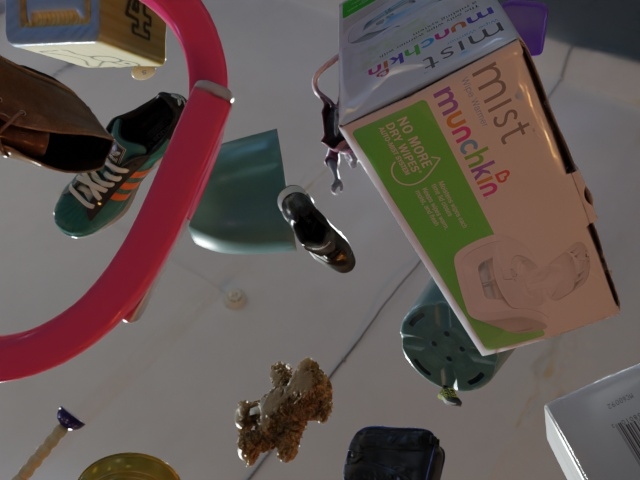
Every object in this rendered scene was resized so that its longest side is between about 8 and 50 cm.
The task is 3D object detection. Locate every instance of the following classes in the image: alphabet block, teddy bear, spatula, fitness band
[{"bbox_3d":[-0.402,-0.418,1.020,0.192,0.193,0.197,5,-174,16],"label":"alphabet block"},{"bbox_3d":[-0.094,0.434,1.470,0.338,0.113,0.245,-49,-145,10],"label":"teddy bear"},{"bbox_3d":[0.297,-0.246,0.877,0.084,0.030,0.296,8,-116,6],"label":"spatula"},{"bbox_3d":[-0.176,-0.058,0.354,0.209,0.054,0.290,24,-98,-8],"label":"fitness band"}]

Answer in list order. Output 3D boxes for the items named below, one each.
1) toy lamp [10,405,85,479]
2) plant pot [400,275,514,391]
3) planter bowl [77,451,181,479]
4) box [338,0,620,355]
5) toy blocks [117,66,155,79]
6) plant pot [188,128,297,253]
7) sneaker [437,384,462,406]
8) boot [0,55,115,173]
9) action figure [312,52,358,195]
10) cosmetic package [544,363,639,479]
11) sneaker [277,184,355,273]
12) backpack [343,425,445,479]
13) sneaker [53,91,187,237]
[{"bbox_3d":[-0.635,0.500,1.273,0.080,0.080,0.274,27,-115,25],"label":"toy lamp"},{"bbox_3d":[0.394,0.199,1.531,0.341,0.341,0.334,24,-145,23],"label":"plant pot"},{"bbox_3d":[-0.389,0.540,1.164,0.217,0.217,0.090,-9,-157,-4],"label":"planter bowl"},{"bbox_3d":[0.130,-0.078,0.494,0.127,0.262,0.231,-23,-143,20],"label":"box"},{"bbox_3d":[-0.423,-0.431,1.246,0.054,0.123,0.148,-29,-107,16],"label":"toy blocks"},{"bbox_3d":[-0.193,-0.098,1.369,0.235,0.293,0.293,-10,-132,-3],"label":"plant pot"},{"bbox_3d":[0.291,0.348,1.311,0.031,0.083,0.035,16,-93,-20],"label":"sneaker"},{"bbox_3d":[-0.324,-0.128,0.556,0.115,0.112,0.305,36,-166,19],"label":"boot"},{"bbox_3d":[0.064,-0.323,1.744,0.248,0.370,0.275,-35,-102,-3],"label":"action figure"},{"bbox_3d":[0.440,0.291,0.818,0.197,0.365,0.155,-26,-120,7],"label":"cosmetic package"},{"bbox_3d":[0.000,0.000,1.148,0.078,0.234,0.106,-35,-148,7],"label":"sneaker"},{"bbox_3d":[0.092,0.293,0.733,0.114,0.084,0.105,-2,-135,29],"label":"backpack"},{"bbox_3d":[-0.331,-0.130,0.945,0.108,0.121,0.302,43,-92,6],"label":"sneaker"}]
